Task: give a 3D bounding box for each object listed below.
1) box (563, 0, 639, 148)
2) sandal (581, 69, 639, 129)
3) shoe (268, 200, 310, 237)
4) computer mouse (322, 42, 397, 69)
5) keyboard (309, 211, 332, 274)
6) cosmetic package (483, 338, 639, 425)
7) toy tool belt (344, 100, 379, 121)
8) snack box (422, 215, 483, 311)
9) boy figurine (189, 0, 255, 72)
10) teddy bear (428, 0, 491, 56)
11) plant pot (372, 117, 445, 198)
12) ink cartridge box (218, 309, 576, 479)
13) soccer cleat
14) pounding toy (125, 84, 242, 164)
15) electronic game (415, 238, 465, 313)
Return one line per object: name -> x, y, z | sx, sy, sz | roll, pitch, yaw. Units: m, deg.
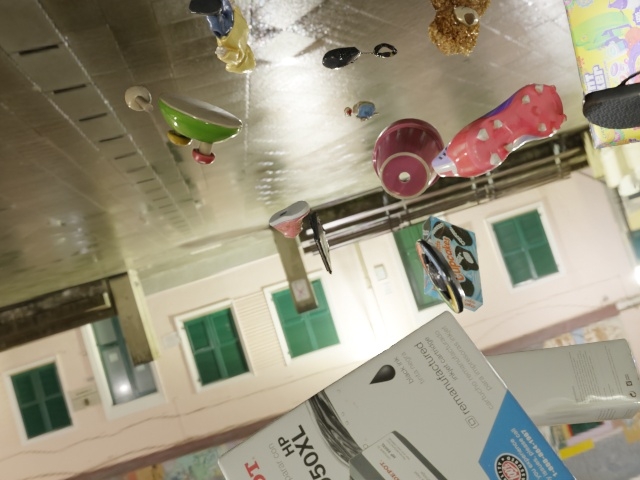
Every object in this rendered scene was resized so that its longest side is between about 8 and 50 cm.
box -> 0.624, -0.360, 0.996 | 0.279, 0.290, 0.177 | -30, -163, -36
sandal -> 0.494, -0.210, 0.732 | 0.255, 0.054, 0.097 | -8, 160, 14
shoe -> -0.075, -0.062, 1.618 | 0.178, 0.081, 0.063 | -19, -143, 45
computer mouse -> 0.114, -0.508, 1.477 | 0.242, 0.041, 0.071 | -15, 165, -22
keyboard -> 0.000, 0.000, 1.259 | 0.023, 0.108, 0.180 | -10, 150, 5
cosmetic package -> 0.537, 0.354, 1.264 | 0.366, 0.155, 0.197 | -10, 151, 15
toy tool belt -> 0.109, -0.339, 1.399 | 0.083, 0.051, 0.052 | -15, 133, -24
snack box -> 0.439, 0.072, 1.783 | 0.187, 0.322, 0.060 | 20, 135, -11
boy figurine -> -0.237, -0.536, 1.365 | 0.092, 0.177, 0.285 | 3, 165, 9
teddy bear -> 0.378, -0.675, 1.440 | 0.113, 0.338, 0.245 | -6, 144, 41
plant pot -> 0.231, -0.203, 1.406 | 0.201, 0.201, 0.180 | -19, -158, 22
ink cartridge box -> 0.099, 0.334, 0.761 | 0.395, 0.285, 0.166 | -32, 156, -6
soccer cleat -> 0.258, -0.157, 0.751 | 0.248, 0.083, 0.095 | -34, -168, -34
pounding toy -> -0.295, -0.239, 1.144 | 0.237, 0.110, 0.183 | 8, -155, -36
electronic game -> 0.326, 0.098, 1.457 | 0.048, 0.229, 0.229 | -29, 176, -1
